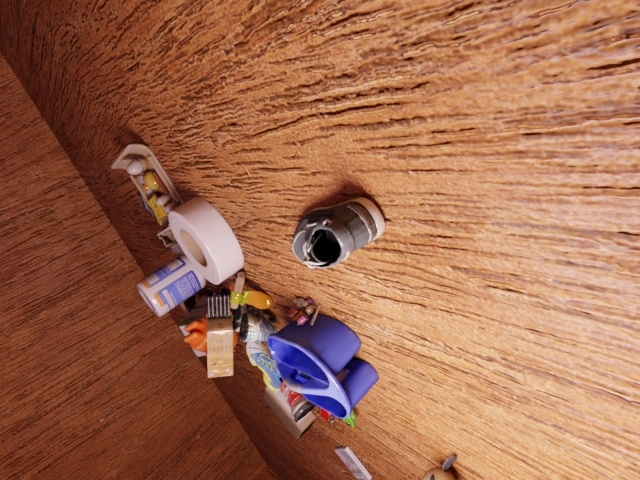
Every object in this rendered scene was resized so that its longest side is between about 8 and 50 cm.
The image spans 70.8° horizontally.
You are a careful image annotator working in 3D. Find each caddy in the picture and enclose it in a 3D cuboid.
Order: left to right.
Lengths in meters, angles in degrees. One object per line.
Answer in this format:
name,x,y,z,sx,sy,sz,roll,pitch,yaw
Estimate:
caddy,-0.014,0.336,1.204,0.341,0.179,0.241,-1,121,57

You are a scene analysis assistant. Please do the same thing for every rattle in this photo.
rattle,-0.239,0.172,1.529,0.199,0.143,0.130,134,132,-77

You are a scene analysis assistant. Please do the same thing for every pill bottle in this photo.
pill bottle,-0.528,0.147,1.685,0.152,0.272,0.152,37,147,29

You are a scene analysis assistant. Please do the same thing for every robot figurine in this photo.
robot figurine,-0.408,0.367,1.711,0.219,0.128,0.158,26,-173,-43

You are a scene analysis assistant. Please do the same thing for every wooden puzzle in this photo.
wooden puzzle,-0.512,0.397,2.092,0.347,0.081,0.322,58,170,3

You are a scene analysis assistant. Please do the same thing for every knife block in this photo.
knife block,-0.363,0.313,1.613,0.242,0.088,0.275,-121,32,-64

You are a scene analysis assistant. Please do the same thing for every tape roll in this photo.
tape roll,-0.377,0.001,1.475,0.286,0.100,0.286,38,149,28

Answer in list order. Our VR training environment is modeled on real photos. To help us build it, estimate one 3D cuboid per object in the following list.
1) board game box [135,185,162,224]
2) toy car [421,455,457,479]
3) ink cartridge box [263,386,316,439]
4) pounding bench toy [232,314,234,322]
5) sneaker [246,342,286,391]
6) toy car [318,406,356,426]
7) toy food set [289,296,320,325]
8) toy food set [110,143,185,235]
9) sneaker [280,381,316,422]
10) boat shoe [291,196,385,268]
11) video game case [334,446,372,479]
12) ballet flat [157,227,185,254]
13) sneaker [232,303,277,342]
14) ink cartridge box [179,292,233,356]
board game box,-0.678,-0.164,1.811,0.141,0.048,0.170,41,149,20
toy car,0.297,0.606,1.074,0.149,0.155,0.188,20,125,47
ink cartridge box,-0.135,0.712,1.914,0.235,0.088,0.193,45,150,18
pounding bench toy,-0.314,0.309,1.755,0.083,0.065,0.052,53,166,3
sneaker,-0.193,0.483,1.773,0.126,0.091,0.240,-23,102,43
toy car,0.047,0.532,1.466,0.225,0.053,0.238,11,131,52
toy food set,-0.052,0.190,1.210,0.019,0.077,0.122,32,161,-31
toy food set,-0.620,-0.173,1.611,0.220,0.092,0.306,-21,103,48
sneaker,-0.094,0.564,1.623,0.145,0.090,0.270,48,172,16
boat shoe,0.000,0.000,0.886,0.116,0.099,0.319,57,152,-6
video game case,0.125,0.872,1.764,0.143,0.019,0.157,49,152,10
ballet flat,-0.589,0.014,1.843,0.241,0.077,0.091,31,143,36
sneaker,-0.226,0.282,1.550,0.283,0.122,0.110,-144,70,-67
ink cartridge box,-0.466,0.343,1.868,0.093,0.219,0.160,-14,115,22
